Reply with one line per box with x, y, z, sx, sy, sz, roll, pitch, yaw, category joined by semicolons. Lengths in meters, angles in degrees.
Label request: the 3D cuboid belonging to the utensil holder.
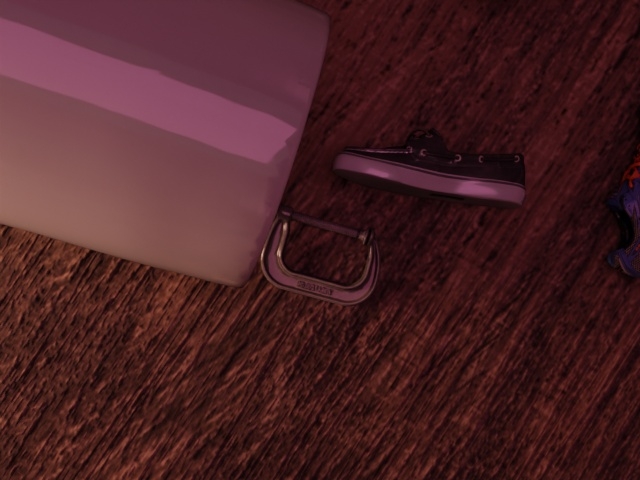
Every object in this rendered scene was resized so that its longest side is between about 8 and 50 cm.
-0.217;-0.148;1.234;0.385;0.327;0.327;18;88;-6;utensil holder

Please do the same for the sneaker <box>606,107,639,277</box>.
0.378;-0.059;1.415;0.087;0.083;0.221;2;86;2;sneaker

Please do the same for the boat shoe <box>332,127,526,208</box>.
0.129;-0.090;1.391;0.228;0.080;0.076;9;83;-7;boat shoe

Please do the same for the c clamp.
0.000;0.000;1.404;0.161;0.022;0.137;21;87;-5;c clamp
